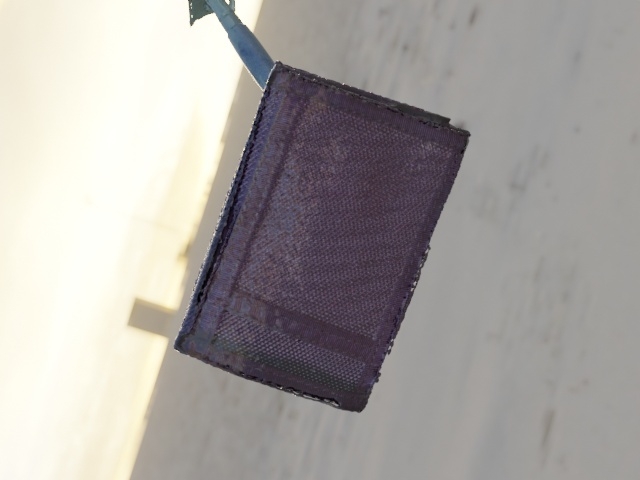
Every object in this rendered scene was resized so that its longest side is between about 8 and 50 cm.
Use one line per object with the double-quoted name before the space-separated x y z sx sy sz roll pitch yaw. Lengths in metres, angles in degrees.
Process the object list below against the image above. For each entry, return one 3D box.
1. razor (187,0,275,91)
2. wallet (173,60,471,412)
"razor" -0.054 -0.146 1.336 0.040 0.135 0.068 -26 -29 -15
"wallet" 0.000 0.000 0.931 0.030 0.111 0.166 -72 2 -75
